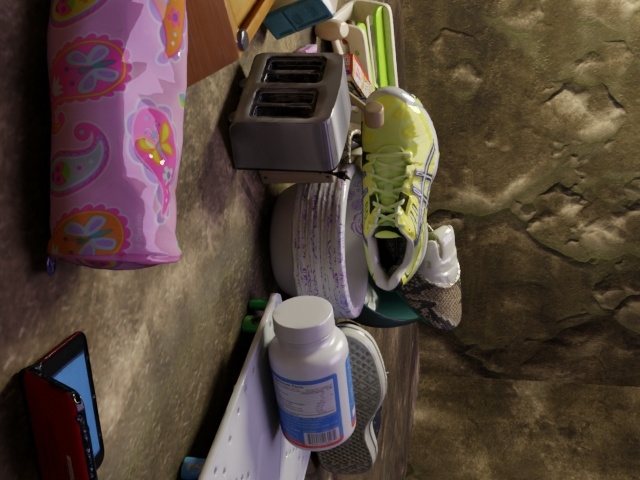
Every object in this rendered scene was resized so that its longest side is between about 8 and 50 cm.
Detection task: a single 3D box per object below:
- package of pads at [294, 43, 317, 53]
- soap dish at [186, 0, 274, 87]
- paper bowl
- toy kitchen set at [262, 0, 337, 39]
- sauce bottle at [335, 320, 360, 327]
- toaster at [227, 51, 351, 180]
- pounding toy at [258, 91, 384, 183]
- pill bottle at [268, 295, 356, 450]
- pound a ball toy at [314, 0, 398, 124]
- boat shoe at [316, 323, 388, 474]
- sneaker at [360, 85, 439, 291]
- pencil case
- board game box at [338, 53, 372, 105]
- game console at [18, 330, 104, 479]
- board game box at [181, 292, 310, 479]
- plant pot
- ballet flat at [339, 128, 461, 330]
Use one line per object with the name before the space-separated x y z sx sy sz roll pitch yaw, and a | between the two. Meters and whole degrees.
package of pads | -0.028 -0.362 1.336 0.083 0.031 0.050 -61 151 -62
soap dish | -0.140 -0.345 0.722 0.229 0.118 0.291 -73 158 -47
paper bowl | 0.000 0.000 1.226 0.284 0.148 0.284 0 90 -75
toy kitchen set | -0.086 -0.364 1.014 0.207 0.122 0.166 42 47 -45
sauce bottle | 0.074 0.357 1.621 0.111 0.111 0.345 -63 149 -60
toaster | -0.037 -0.189 1.002 0.110 0.185 0.168 79 18 -52
pounding toy | 0.010 -0.184 1.137 0.094 0.206 0.181 76 20 -45
pill bottle | -0.014 0.201 1.026 0.124 0.124 0.222 -63 151 -60
pound a ball toy | 0.069 -0.422 1.590 0.208 0.135 0.319 -48 144 -30
boat shoe | 0.048 0.315 1.385 0.500 0.186 0.156 83 10 -47
sneaker | 0.142 -0.083 1.206 0.147 0.145 0.385 -66 151 -60
pencil case | -0.180 -0.112 0.590 0.124 0.124 0.284 -5 96 -76
board game box | 0.011 -0.297 1.260 0.193 0.146 0.045 13 78 -76
game console | -0.201 0.168 0.579 0.085 0.124 0.144 -21 113 -46
board game box | -0.101 0.349 1.041 0.390 0.050 0.390 -72 157 -51
plant pot | 0.122 0.085 1.553 0.195 0.290 0.290 132 -27 -53
ballet flat | 0.172 -0.033 1.406 0.164 0.182 0.483 -29 79 -42
